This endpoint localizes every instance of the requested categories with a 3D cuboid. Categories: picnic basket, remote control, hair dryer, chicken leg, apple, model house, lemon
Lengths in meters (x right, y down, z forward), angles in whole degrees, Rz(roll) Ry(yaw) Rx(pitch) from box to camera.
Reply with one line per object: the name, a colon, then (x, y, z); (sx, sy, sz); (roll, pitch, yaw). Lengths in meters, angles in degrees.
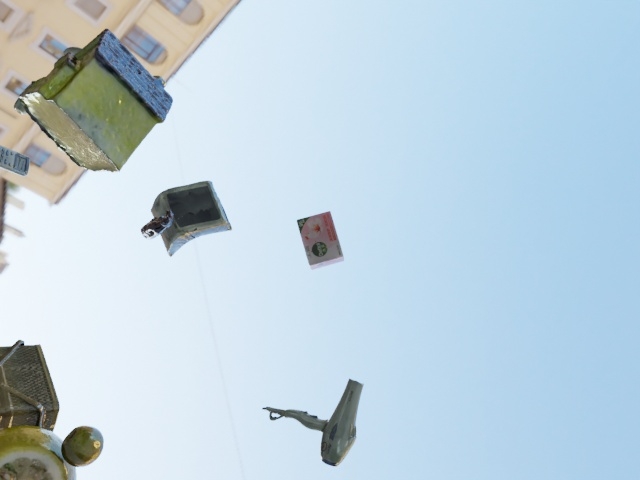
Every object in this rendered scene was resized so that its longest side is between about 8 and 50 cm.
picnic basket: (-0.772, 0.393, 1.825); (0.267, 0.139, 0.165); (52, -52, 41)
remote control: (-0.708, -0.185, 1.602); (0.018, 0.124, 0.053); (-19, -120, 35)
hair dryer: (-0.001, 0.322, 1.410); (0.199, 0.067, 0.167); (32, -91, 27)
chicken leg: (-0.534, -0.049, 2.326); (0.106, 0.051, 0.253); (-43, -165, -17)
apple: (-0.505, 0.435, 1.526); (0.089, 0.074, 0.089); (-32, -154, 18)
model house: (-0.397, -0.262, 1.306); (0.170, 0.194, 0.211); (5, -126, 52)
lemon: (-0.666, 0.525, 1.586); (0.219, 0.240, 0.240); (-6, -122, 65)

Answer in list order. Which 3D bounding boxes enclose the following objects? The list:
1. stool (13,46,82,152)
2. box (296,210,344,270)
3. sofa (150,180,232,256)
stool: (-0.600, -0.339, 1.765); (0.195, 0.195, 0.199); (12, -117, 46)
box: (0.000, 0.000, 1.734); (0.089, 0.043, 0.125); (-17, -108, -2)
sofa: (-0.463, -0.082, 2.562); (0.210, 0.225, 0.176); (63, -32, 16)
